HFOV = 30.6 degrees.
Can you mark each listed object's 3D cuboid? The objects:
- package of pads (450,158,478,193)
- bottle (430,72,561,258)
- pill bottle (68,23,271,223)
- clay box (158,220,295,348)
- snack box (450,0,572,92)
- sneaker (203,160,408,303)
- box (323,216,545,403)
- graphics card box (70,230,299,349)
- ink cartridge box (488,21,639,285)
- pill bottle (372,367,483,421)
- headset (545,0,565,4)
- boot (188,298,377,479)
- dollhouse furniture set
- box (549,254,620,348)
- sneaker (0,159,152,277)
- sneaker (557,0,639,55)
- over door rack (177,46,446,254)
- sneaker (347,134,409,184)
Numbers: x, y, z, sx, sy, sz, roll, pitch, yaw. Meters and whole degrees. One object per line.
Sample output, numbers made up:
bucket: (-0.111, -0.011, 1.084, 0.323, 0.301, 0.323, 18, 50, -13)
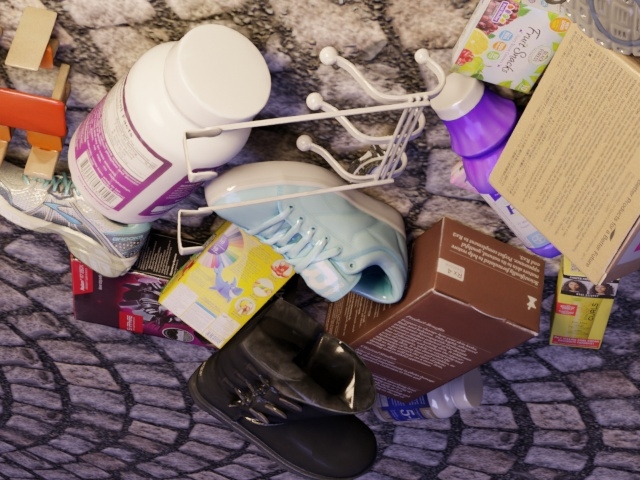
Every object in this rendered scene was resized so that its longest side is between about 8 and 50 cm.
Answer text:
package of pads: (0.215, -0.098, 1.567, 0.050, 0.032, 0.083, 20, 149, -16)
bottle: (0.243, -0.099, 1.475, 0.118, 0.092, 0.283, -39, 123, 9)
pill bottle: (-0.190, -0.147, 1.479, 0.169, 0.169, 0.301, 26, 147, -24)
clay box: (-0.131, 0.049, 1.807, 0.127, 0.053, 0.222, 40, 107, -17)
snack box: (0.218, -0.232, 1.330, 0.100, 0.037, 0.141, 14, 150, -8)
sneaker: (0.000, 0.000, 1.619, 0.366, 0.150, 0.135, 17, 142, -39)
box: (0.164, 0.122, 1.856, 0.191, 0.143, 0.381, 23, 150, -19)
graphics card box: (-0.231, 0.086, 1.967, 0.371, 0.094, 0.233, 12, 149, -4)
ink cartridge box: (0.317, -0.101, 1.293, 0.088, 0.193, 0.235, -14, 141, -41)
pill bottle: (0.192, 0.269, 2.122, 0.186, 0.112, 0.112, -10, 144, 31)
headset: (0.314, -0.355, 1.036, 0.243, 0.185, 0.394, 29, 130, -35)
boot: (-0.004, 0.257, 1.871, 0.367, 0.146, 0.445, 26, 155, -10)
dollhouse furniture set: (-0.460, -0.186, 1.531, 0.259, 0.135, 0.262, 12, 150, -2)
box: (0.403, 0.089, 1.798, 0.087, 0.058, 0.232, 6, 150, 7)
sneaker: (-0.382, -0.067, 1.772, 0.283, 0.110, 0.122, 31, 117, -20)
sneaker: (0.372, -0.250, 1.181, 0.297, 0.129, 0.111, 24, 149, 17)
over door rack: (-0.029, -0.118, 1.400, 0.324, 0.108, 0.239, -20, 162, -16)
sneaker: (0.084, -0.112, 1.590, 0.043, 0.040, 0.109, -5, 160, -45)
